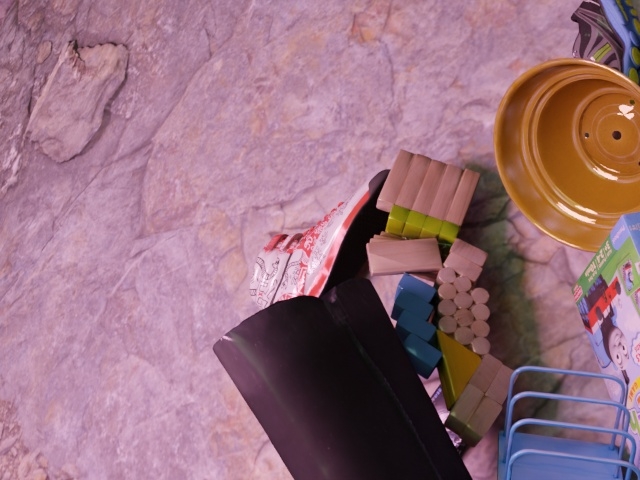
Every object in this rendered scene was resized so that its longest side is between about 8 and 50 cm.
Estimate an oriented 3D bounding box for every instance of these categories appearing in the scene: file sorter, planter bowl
[{"bbox_3d":[0.225,0.208,0.700,0.118,0.104,0.170,4,29,12],"label":"file sorter"},{"bbox_3d":[0.302,-0.102,0.832,0.217,0.090,0.217,32,136,37],"label":"planter bowl"}]

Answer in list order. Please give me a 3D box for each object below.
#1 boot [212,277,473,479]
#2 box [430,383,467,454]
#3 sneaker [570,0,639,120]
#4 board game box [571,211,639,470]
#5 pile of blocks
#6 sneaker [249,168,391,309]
[{"bbox_3d":[0.038,0.255,0.654,0.146,0.367,0.445,-32,76,24],"label":"boot"},{"bbox_3d":[0.144,0.222,0.904,0.083,0.018,0.067,-55,47,7],"label":"box"},{"bbox_3d":[0.343,-0.212,0.900,0.078,0.067,0.188,-40,50,48],"label":"sneaker"},{"bbox_3d":[0.312,0.102,0.730,0.039,0.160,0.211,-8,60,-6],"label":"board game box"},{"bbox_3d":[0.128,0.070,0.907,0.149,0.112,0.362,-2,60,-4],"label":"pile of blocks"},{"bbox_3d":[-0.001,0.000,1.069,0.145,0.090,0.270,33,97,40],"label":"sneaker"}]
